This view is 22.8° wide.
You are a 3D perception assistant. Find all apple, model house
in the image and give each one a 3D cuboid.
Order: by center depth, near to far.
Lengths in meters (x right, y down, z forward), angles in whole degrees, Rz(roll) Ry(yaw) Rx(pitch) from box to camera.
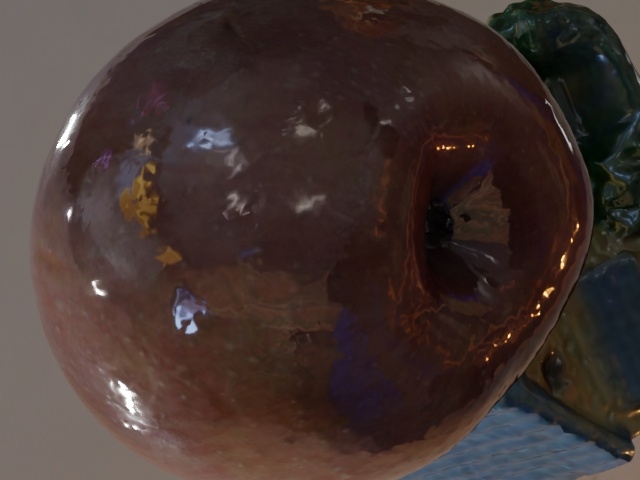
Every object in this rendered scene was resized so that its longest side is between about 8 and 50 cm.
[{"bbox_3d":[0.000,0.000,0.866,0.305,0.235,0.306,-5,-83,-42],"label":"apple"},{"bbox_3d":[0.106,0.023,1.312,0.342,0.334,0.382,-21,-93,-46],"label":"model house"}]
